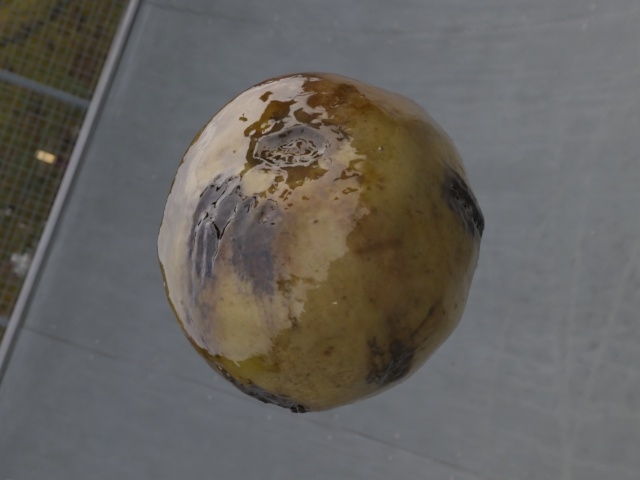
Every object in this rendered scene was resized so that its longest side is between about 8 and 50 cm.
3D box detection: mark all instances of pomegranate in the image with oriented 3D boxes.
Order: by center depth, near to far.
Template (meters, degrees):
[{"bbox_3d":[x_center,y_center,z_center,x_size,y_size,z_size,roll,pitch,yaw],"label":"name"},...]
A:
[{"bbox_3d":[0.000,0.000,1.009,0.322,0.322,0.322,-160,90,-82],"label":"pomegranate"}]
